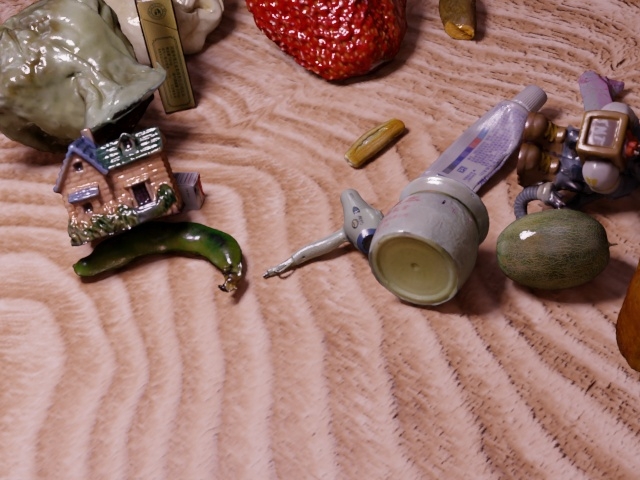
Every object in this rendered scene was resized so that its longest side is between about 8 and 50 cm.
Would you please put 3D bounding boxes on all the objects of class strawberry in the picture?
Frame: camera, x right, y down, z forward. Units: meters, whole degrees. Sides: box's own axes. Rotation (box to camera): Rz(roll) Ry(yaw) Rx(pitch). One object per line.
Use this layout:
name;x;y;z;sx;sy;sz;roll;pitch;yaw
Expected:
strawberry;0.028;-0.466;2.076;0.312;0.267;0.351;-22;65;-20

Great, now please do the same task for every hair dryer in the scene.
hair dryer;0.008;-0.013;1.698;0.199;0.067;0.167;-19;28;15

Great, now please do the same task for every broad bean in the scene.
broad bean;-0.240;0.019;1.706;0.292;0.049;0.144;6;40;22

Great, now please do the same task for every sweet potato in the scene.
sweet potato;0.266;-0.476;2.148;0.077;0.077;0.243;-8;41;6

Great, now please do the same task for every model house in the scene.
model house;-0.327;-0.103;1.730;0.183;0.172;0.166;-17;8;-1

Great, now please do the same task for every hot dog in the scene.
hot dog;0.091;-0.170;1.863;0.044;0.028;0.137;41;62;15

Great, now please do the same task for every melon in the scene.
melon;0.330;0.013;1.519;0.167;0.114;0.114;-6;40;10

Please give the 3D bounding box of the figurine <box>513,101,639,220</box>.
figurine;0.480;-0.116;1.560;0.382;0.186;0.261;11;82;18

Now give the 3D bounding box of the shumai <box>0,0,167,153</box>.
shumai;-0.397;-0.297;1.913;0.288;0.292;0.330;1;62;43

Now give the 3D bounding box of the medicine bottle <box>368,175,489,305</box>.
medicine bottle;0.156;-0.001;1.552;0.147;0.147;0.143;9;43;24

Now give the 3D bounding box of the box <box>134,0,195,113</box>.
box;-0.299;-0.381;2.049;0.071;0.240;0.159;-14;40;-5

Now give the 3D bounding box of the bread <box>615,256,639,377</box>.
bread;0.495;0.092;1.363;0.232;0.135;0.246;-7;40;0

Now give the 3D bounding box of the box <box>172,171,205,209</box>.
box;-0.308;-0.084;1.842;0.218;0.055;0.039;-1;39;14

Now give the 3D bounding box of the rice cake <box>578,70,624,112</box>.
rice cake;0.477;-0.187;1.766;0.081;0.051;0.290;-6;40;8

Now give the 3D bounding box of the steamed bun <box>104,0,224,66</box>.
steamed bun;-0.323;-0.516;2.244;0.289;0.203;0.276;-26;41;-18

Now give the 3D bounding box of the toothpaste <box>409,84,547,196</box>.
toothpaste;0.277;-0.159;1.786;0.282;0.068;0.099;-45;19;-21
